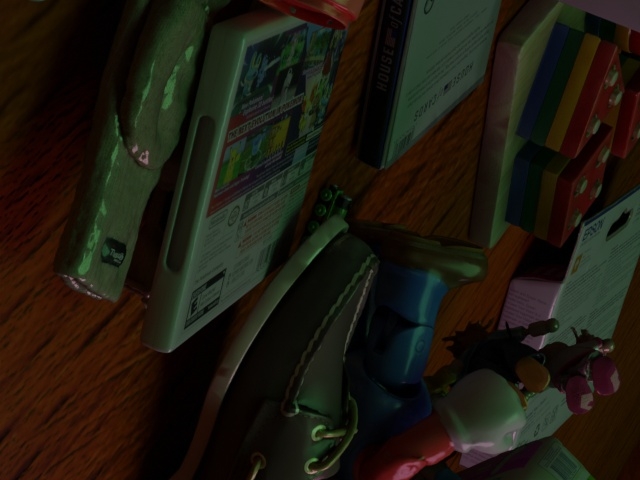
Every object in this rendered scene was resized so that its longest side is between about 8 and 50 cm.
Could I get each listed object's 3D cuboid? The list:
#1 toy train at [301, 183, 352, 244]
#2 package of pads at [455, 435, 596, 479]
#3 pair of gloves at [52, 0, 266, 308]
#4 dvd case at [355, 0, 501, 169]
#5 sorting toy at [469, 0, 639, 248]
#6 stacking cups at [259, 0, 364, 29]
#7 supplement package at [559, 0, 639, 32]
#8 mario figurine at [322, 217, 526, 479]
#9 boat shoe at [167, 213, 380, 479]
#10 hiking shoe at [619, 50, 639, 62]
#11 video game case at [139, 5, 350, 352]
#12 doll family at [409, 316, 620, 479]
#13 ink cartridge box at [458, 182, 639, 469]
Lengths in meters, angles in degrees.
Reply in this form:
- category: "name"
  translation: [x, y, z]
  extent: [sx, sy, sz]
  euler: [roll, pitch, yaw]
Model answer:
- category: "toy train"
  translation: [0.000, 0.000, 1.262]
  extent: [0.083, 0.024, 0.017]
  euler: [-68, 160, 9]
- category: "package of pads"
  translation: [0.089, 0.306, 1.544]
  extent: [0.296, 0.101, 0.229]
  euler: [-33, -172, 44]
- category: "pair of gloves"
  translation: [-0.079, -0.062, 0.954]
  extent: [0.240, 0.042, 0.204]
  euler: [23, 86, -77]
- category: "dvd case"
  translation: [0.095, -0.189, 1.273]
  extent: [0.179, 0.030, 0.238]
  euler: [-42, 150, -49]
- category: "sorting toy"
  translation: [0.248, -0.145, 1.627]
  extent: [0.257, 0.089, 0.255]
  euler: [-49, 155, -37]
- category: "stacking cups"
  translation: [0.037, -0.269, 0.915]
  extent: [0.316, 0.096, 0.096]
  euler: [-67, 161, -1]
- category: "supplement package"
  translation: [0.286, -0.296, 1.476]
  extent: [0.244, 0.134, 0.139]
  euler: [-42, 150, -47]
- category: "mario figurine"
  translation: [0.047, 0.149, 1.313]
  extent: [0.198, 0.170, 0.320]
  euler: [-130, -127, -82]
- category: "boat shoe"
  translation: [-0.029, 0.130, 1.157]
  extent: [0.116, 0.097, 0.324]
  euler: [-31, 152, -59]
- category: "hiking shoe"
  translation: [0.340, -0.226, 1.784]
  extent: [0.114, 0.086, 0.227]
  euler: [43, 56, -55]
- category: "video game case"
  translation: [-0.038, -0.049, 1.000]
  extent: [0.201, 0.023, 0.183]
  euler: [-38, 145, -67]
- category: "doll family"
  translation: [0.134, 0.130, 1.552]
  extent: [0.263, 0.118, 0.163]
  euler: [-35, -168, -5]
- category: "ink cartridge box"
  translation: [0.285, 0.079, 2.023]
  extent: [0.324, 0.071, 0.330]
  euler: [-27, 135, -59]
